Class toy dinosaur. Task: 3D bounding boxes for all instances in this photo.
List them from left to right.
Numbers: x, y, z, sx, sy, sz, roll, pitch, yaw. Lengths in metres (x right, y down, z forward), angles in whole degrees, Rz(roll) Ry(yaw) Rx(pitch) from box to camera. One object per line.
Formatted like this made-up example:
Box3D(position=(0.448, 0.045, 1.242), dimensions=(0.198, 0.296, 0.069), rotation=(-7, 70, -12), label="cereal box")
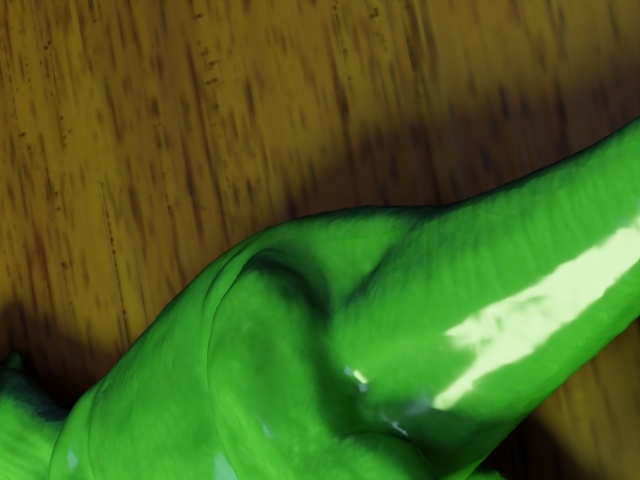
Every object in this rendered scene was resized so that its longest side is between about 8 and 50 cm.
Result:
Box3D(position=(0.000, 0.000, 0.552), dimensions=(0.374, 0.144, 0.500), rotation=(35, 107, 44), label="toy dinosaur")
